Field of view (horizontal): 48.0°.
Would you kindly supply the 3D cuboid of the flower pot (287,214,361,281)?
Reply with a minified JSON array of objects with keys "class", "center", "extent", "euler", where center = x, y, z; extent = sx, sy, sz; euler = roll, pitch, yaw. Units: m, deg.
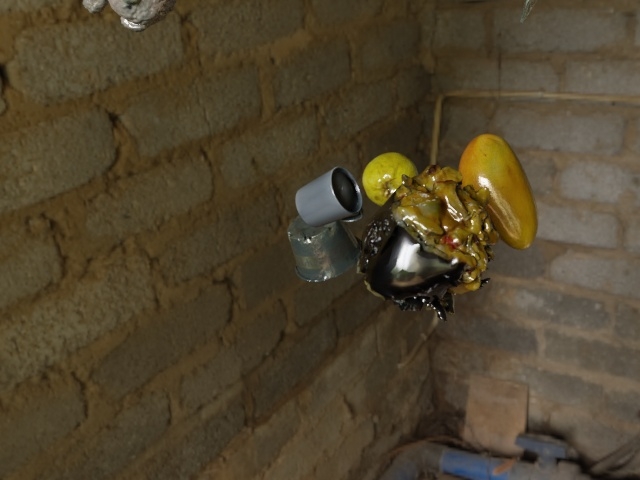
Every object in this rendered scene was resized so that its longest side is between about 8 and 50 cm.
[{"class":"flower pot","center":[0.000,0.000,1.524],"extent":[0.157,0.107,0.157],"euler":[-20,30,12]}]

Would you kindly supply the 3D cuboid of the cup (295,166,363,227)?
[{"class":"cup","center":[0.019,-0.058,1.113],"extent":[0.077,0.100,0.078],"euler":[-24,41,34]}]

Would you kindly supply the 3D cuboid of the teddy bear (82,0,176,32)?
[{"class":"teddy bear","center":[-0.447,-0.603,1.611],"extent":[0.236,0.267,0.151],"euler":[-37,8,22]}]

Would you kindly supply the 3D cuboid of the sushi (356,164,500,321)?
[{"class":"sushi","center":[0.184,0.000,1.173],"extent":[0.200,0.204,0.213],"euler":[24,27,-20]}]

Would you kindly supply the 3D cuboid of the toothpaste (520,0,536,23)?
[{"class":"toothpaste","center":[0.438,-0.528,1.432],"extent":[0.037,0.067,0.255],"euler":[22,57,10]}]

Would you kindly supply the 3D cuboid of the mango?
[{"class":"mango","center":[0.360,-0.097,1.459],"extent":[0.138,0.253,0.113],"euler":[-13,-13,-26]}]

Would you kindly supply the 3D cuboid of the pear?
[{"class":"pear","center":[0.185,-0.159,1.894],"extent":[0.149,0.148,0.162],"euler":[-1,15,11]}]
